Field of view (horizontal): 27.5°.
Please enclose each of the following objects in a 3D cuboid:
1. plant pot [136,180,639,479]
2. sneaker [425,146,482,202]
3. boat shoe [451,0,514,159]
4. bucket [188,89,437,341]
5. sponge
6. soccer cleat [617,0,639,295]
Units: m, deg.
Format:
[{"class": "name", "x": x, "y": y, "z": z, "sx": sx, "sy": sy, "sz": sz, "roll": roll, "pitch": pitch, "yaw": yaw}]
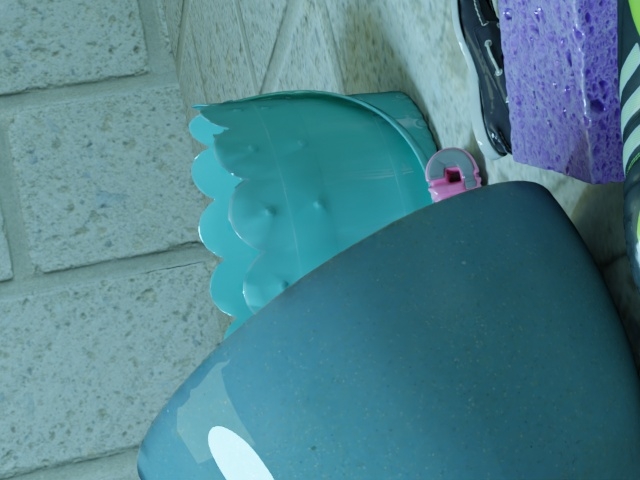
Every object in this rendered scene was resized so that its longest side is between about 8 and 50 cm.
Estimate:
[{"class": "plant pot", "x": 0.071, "y": 0.135, "z": 0.735, "sx": 0.195, "sy": 0.290, "sz": 0.290, "roll": 55, "pitch": 160, "yaw": 21}, {"class": "sneaker", "x": 0.106, "y": -0.009, "z": 0.973, "sx": 0.057, "sy": 0.047, "sz": 0.119, "roll": 2, "pitch": -99, "yaw": -86}, {"class": "boat shoe", "x": 0.112, "y": -0.115, "z": 0.829, "sx": 0.046, "sy": 0.038, "sz": 0.125, "roll": 12, "pitch": -113, "yaw": -56}, {"class": "bucket", "x": 0.000, "y": 0.000, "z": 1.141, "sx": 0.281, "sy": 0.183, "sz": 0.281, "roll": 169, "pitch": 90, "yaw": -79}, {"class": "sponge", "x": 0.130, "y": -0.139, "z": 0.727, "sx": 0.117, "sy": 0.031, "sz": 0.210, "roll": -138, "pitch": 39, "yaw": -73}, {"class": "soccer cleat", "x": 0.163, "y": -0.052, "z": 0.595, "sx": 0.072, "sy": 0.060, "sz": 0.178, "roll": -109, "pitch": 16, "yaw": -83}]
